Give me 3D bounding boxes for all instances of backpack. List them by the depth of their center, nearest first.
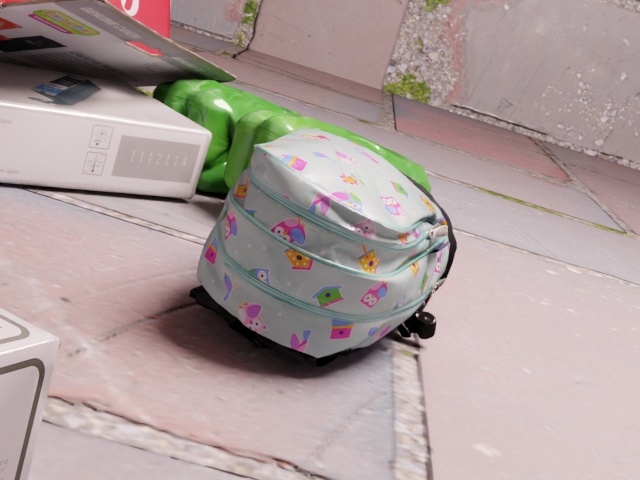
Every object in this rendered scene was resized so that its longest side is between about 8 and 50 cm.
[{"bbox_3d":[0.000,0.000,0.657,0.151,0.115,0.182,24,17,14],"label":"backpack"}]

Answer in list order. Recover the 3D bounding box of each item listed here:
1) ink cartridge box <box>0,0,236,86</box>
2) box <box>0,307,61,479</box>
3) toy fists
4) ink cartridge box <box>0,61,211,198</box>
[{"bbox_3d":[-0.237,-0.210,0.893,0.271,0.130,0.309,1,-2,13],"label":"ink cartridge box"},{"bbox_3d":[-0.240,0.024,0.309,0.289,0.087,0.169,23,15,23],"label":"box"},{"bbox_3d":[-0.045,-0.070,0.936,0.142,0.096,0.279,17,8,-46],"label":"toy fists"},{"bbox_3d":[-0.279,-0.113,0.866,0.296,0.066,0.261,4,20,-45],"label":"ink cartridge box"}]
